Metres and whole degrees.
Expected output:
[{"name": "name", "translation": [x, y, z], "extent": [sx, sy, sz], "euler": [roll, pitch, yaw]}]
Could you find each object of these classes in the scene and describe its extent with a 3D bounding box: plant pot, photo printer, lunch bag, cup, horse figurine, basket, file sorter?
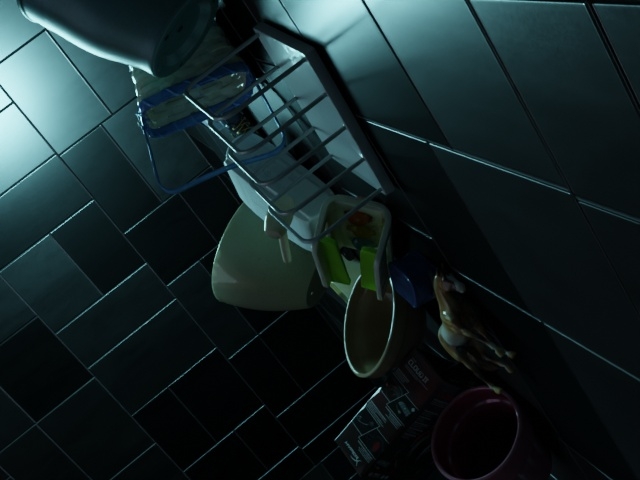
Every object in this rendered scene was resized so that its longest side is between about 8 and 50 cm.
[{"name": "plant pot", "translation": [-0.325, -0.418, 1.561], "extent": [0.255, 0.272, 0.272], "euler": [36, 171, 6]}, {"name": "photo printer", "translation": [-0.078, -0.094, 2.050], "extent": [0.256, 0.107, 0.307], "euler": [36, 170, 13]}, {"name": "lunch bag", "translation": [0.170, 0.066, 1.601], "extent": [0.098, 0.065, 0.067], "euler": [45, 155, 49]}, {"name": "plant pot", "translation": [0.346, 0.405, 1.778], "extent": [0.180, 0.201, 0.201], "euler": [37, -178, -34]}, {"name": "cup", "translation": [-0.097, 0.054, 2.432], "extent": [0.236, 0.331, 0.331], "euler": [23, 163, 19]}, {"name": "horse figurine", "translation": [0.255, 0.164, 1.566], "extent": [0.174, 0.066, 0.263], "euler": [41, 167, 27]}, {"name": "plant pot", "translation": [0.145, 0.170, 1.906], "extent": [0.109, 0.238, 0.237], "euler": [10, -171, -21]}, {"name": "basket", "translation": [-0.225, -0.258, 1.747], "extent": [0.201, 0.254, 0.289], "euler": [87, 162, -76]}, {"name": "file sorter", "translation": [-0.052, -0.159, 1.426], "extent": [0.278, 0.173, 0.193], "euler": [56, 172, -35]}]

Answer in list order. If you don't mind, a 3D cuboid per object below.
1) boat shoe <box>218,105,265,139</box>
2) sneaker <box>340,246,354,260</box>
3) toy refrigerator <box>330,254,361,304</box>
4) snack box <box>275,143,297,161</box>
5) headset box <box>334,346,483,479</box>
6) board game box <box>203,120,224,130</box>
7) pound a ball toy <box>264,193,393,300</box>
[{"name": "boat shoe", "translation": [-0.184, -0.269, 2.174], "extent": [0.083, 0.065, 0.183], "euler": [42, 175, 39]}, {"name": "sneaker", "translation": [0.001, 0.000, 2.230], "extent": [0.170, 0.089, 0.051], "euler": [52, 173, -6]}, {"name": "toy refrigerator", "translation": [0.119, 0.149, 2.217], "extent": [0.269, 0.094, 0.102], "euler": [46, 171, 41]}, {"name": "snack box", "translation": [-0.070, -0.163, 2.117], "extent": [0.064, 0.022, 0.178], "euler": [47, 172, 14]}, {"name": "headset box", "translation": [0.206, 0.358, 1.896], "extent": [0.218, 0.293, 0.110], "euler": [26, -163, -47]}, {"name": "board game box", "translation": [-0.390, -0.461, 2.450], "extent": [0.319, 0.066, 0.318], "euler": [56, 171, -33]}, {"name": "pound a ball toy", "translation": [0.029, -0.008, 1.691], "extent": [0.208, 0.136, 0.319], "euler": [13, 164, 10]}]
